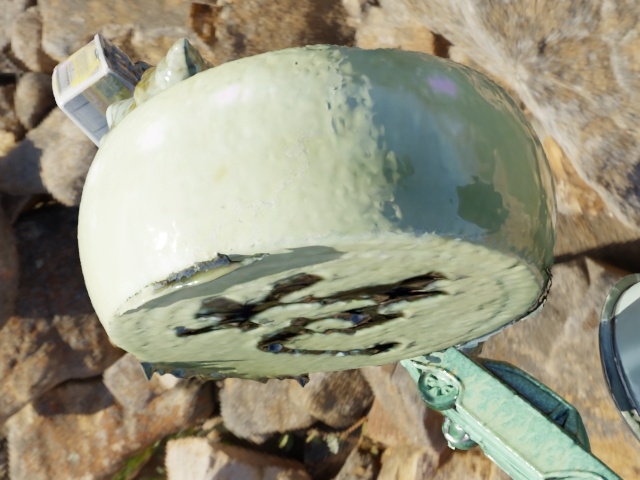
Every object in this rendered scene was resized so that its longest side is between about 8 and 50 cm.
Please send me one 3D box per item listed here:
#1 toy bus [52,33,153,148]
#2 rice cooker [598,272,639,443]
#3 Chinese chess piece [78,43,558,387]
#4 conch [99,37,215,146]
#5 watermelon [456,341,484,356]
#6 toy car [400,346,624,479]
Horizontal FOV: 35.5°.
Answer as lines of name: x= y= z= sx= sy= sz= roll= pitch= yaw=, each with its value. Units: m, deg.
toy bus: x=-0.204 y=-0.122 z=1.198 sx=0.106 sy=0.092 sz=0.268 roll=-31 pitch=136 yaw=8
rice cooker: x=0.479 y=0.135 z=1.174 sx=0.316 sy=0.317 sz=0.264 roll=-41 pitch=97 yaw=14
Chinese chess piece: x=0.000 y=0.000 z=0.742 sx=0.349 sy=0.349 sz=0.147 roll=-12 pitch=69 yaw=13
conch: x=-0.098 y=-0.049 z=0.975 sx=0.169 sy=0.386 sz=0.203 roll=-18 pitch=54 yaw=4
watermelon: x=0.185 y=0.057 z=1.373 sx=0.063 sy=0.119 sz=0.245 roll=0 pitch=75 yaw=-19
toy car: x=0.203 y=0.196 z=1.006 sx=0.097 sy=0.141 sz=0.320 roll=-44 pitch=51 yaw=-10
